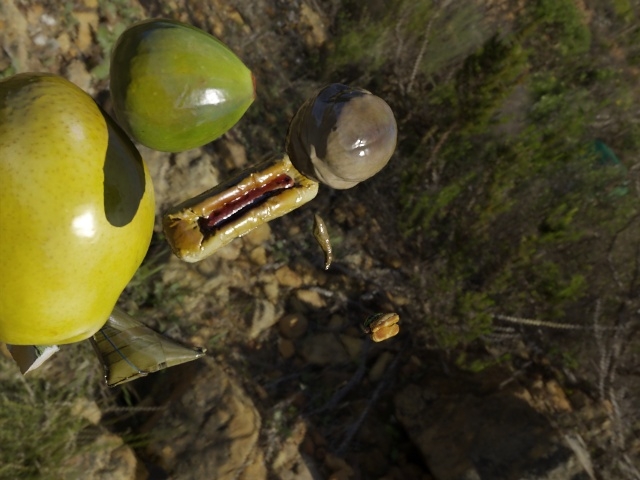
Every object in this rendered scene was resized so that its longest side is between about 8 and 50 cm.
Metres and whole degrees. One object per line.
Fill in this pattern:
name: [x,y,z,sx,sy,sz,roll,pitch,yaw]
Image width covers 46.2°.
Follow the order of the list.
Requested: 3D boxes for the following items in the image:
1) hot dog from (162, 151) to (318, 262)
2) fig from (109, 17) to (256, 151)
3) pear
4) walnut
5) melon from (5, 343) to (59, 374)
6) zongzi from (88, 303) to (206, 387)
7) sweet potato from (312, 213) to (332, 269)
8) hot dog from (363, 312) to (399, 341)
hot dog: [-0.103,-0.053,1.042,0.084,0.243,0.073,61,-25,-1]
fig: [-0.300,-0.341,1.658,0.316,0.316,0.316,59,3,-5]
pear: [-0.435,-0.044,1.155,0.362,0.363,0.417,28,59,-84]
walnut: [0.030,-0.137,0.990,0.140,0.140,0.162,58,41,-17]
melon: [-0.729,0.269,1.903,0.203,0.093,0.140,34,8,37]
zongzi: [-0.491,0.242,2.050,0.123,0.289,0.260,-53,122,-81]
sweet potato: [0.004,-0.002,1.868,0.038,0.041,0.153,8,-55,38]
hot dog: [0.126,0.178,1.568,0.133,0.041,0.056,-7,101,-60]
